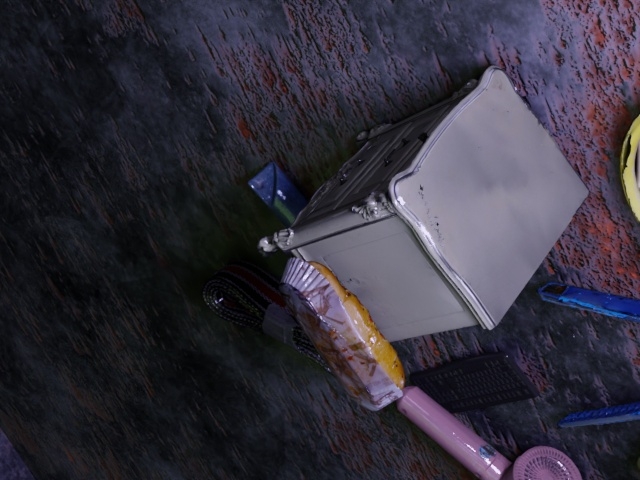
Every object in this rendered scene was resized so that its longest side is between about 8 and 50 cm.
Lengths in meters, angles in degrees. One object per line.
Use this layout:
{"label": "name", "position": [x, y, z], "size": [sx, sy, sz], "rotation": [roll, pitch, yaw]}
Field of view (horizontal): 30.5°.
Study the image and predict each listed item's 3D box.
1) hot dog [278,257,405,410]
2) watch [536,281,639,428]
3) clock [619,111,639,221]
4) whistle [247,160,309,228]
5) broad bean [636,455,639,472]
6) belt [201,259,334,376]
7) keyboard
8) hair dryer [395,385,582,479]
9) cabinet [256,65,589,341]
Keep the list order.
{"label": "hot dog", "position": [0.030, 0.127, 1.586], "size": [0.253, 0.069, 0.131], "rotation": [56, 155, -19]}
{"label": "watch", "position": [0.455, 0.196, 1.691], "size": [0.274, 0.068, 0.276], "rotation": [8, 130, 34]}
{"label": "clock", "position": [0.500, -0.069, 1.413], "size": [0.277, 0.071, 0.293], "rotation": [20, 136, 35]}
{"label": "whistle", "position": [0.000, 0.000, 1.943], "size": [0.304, 0.062, 0.062], "rotation": [49, 142, -4]}
{"label": "broad bean", "position": [0.575, 0.339, 1.730], "size": [0.206, 0.072, 0.153], "rotation": [22, 140, 10]}
{"label": "belt", "position": [-0.051, 0.137, 2.090], "size": [0.359, 0.094, 0.126], "rotation": [22, 138, 28]}
{"label": "keyboard", "position": [0.279, 0.225, 1.908], "size": [0.103, 0.041, 0.381], "rotation": [50, 142, -8]}
{"label": "hair dryer", "position": [0.257, 0.372, 2.002], "size": [0.352, 0.125, 0.210], "rotation": [40, 143, 11]}
{"label": "cabinet", "position": [0.133, -0.034, 1.608], "size": [0.227, 0.290, 0.318], "rotation": [51, 145, -15]}
